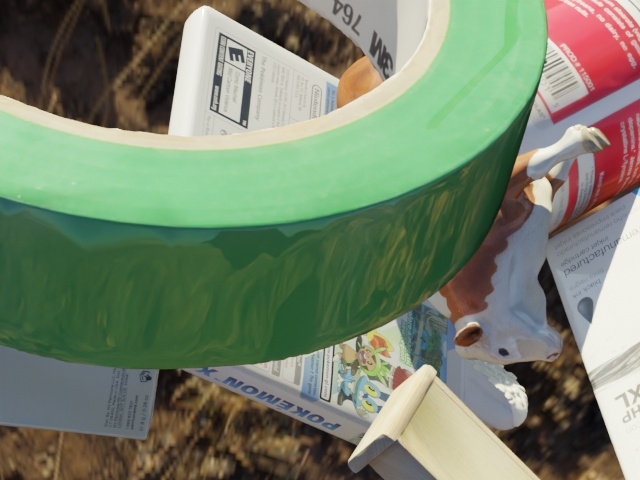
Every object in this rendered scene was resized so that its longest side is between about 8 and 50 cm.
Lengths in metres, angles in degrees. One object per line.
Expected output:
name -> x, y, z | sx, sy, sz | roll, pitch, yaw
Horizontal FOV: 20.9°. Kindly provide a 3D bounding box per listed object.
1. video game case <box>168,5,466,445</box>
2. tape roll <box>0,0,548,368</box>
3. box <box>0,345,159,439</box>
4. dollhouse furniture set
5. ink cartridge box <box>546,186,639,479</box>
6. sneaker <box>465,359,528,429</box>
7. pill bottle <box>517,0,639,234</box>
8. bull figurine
video game case -> 0.000, 0.000, 1.428 | 0.300, 0.036, 0.329 | 26, 49, -28
tape roll -> -0.071, -0.087, 0.723 | 0.321, 0.077, 0.321 | 7, 43, -6
box -> -0.299, 0.122, 1.651 | 0.275, 0.113, 0.094 | 9, 94, -20
dollhouse furniture set -> 0.042, 0.237, 1.291 | 0.161, 0.242, 0.212 | 45, 30, -3
ink cartridge box -> 0.366, 0.090, 1.629 | 0.223, 0.129, 0.307 | -31, 47, 19
sneaker -> 0.081, 0.112, 1.569 | 0.235, 0.090, 0.094 | 34, 94, 26
pill bottle -> 0.288, -0.166, 1.811 | 0.408, 0.229, 0.229 | -28, 75, -26
bull figurine -> 0.121, -0.053, 1.357 | 0.188, 0.101, 0.310 | -41, 59, 15
